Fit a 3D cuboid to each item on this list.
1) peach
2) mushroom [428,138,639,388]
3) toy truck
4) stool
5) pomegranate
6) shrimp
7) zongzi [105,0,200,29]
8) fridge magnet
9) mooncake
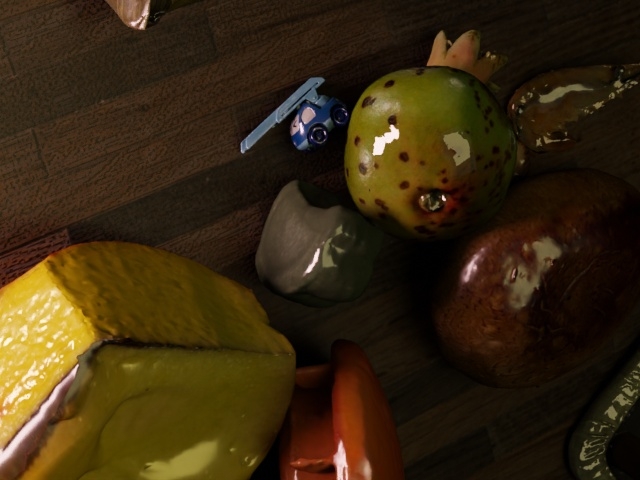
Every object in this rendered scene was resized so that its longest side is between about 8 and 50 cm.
[{"bbox_3d":[-0.250,0.175,1.692,0.380,0.242,0.306,-2,121,-41],"label":"peach"},{"bbox_3d":[0.297,0.053,2.023,0.345,0.239,0.345,-4,117,-8],"label":"mushroom"},{"bbox_3d":[-0.029,-0.137,1.874,0.074,0.063,0.136,47,71,-5],"label":"toy truck"},{"bbox_3d":[0.573,0.313,2.229,0.310,0.226,0.310,44,77,-29],"label":"stool"},{"bbox_3d":[0.152,-0.120,1.901,0.286,0.231,0.230,-45,124,-53],"label":"pomegranate"},{"bbox_3d":[0.377,-0.194,2.113,0.262,0.066,0.117,-11,120,-15],"label":"shrimp"},{"bbox_3d":[-0.125,-0.418,1.661,0.289,0.154,0.317,-25,139,-30],"label":"zongzi"},{"bbox_3d":[0.025,0.301,1.839,0.155,0.363,0.363,-4,103,1],"label":"fridge magnet"},{"bbox_3d":[0.000,0.000,1.851,0.104,0.175,0.168,15,133,-29],"label":"mooncake"}]
